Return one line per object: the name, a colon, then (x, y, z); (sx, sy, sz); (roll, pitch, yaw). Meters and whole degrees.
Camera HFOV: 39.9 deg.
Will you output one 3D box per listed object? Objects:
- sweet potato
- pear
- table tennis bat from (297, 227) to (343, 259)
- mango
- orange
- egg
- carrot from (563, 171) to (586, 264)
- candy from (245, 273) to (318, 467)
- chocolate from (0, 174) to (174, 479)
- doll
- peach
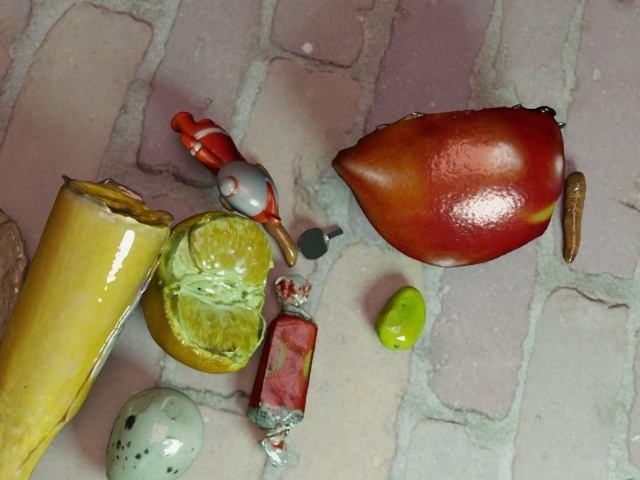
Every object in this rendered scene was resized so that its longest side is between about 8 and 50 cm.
sweet potato: (-0.077, -0.042, 1.397); (0.044, 0.044, 0.179); (-16, 78, -13)
pear: (-0.549, 0.067, 1.228); (0.178, 0.267, 0.266); (-3, 75, 22)
table tennis bat: (0.000, 0.000, 1.406); (0.083, 0.007, 0.050); (-26, 108, -24)
mango: (0.128, 0.121, 1.381); (0.073, 0.056, 0.108); (25, 71, -9)
orange: (-0.171, 0.076, 1.280); (0.179, 0.159, 0.237); (19, 66, -44)
egg: (-0.239, 0.285, 1.240); (0.131, 0.131, 0.164); (36, 77, 0)
carrot: (0.425, -0.039, 1.484); (0.036, 0.035, 0.165); (11, 77, -7)
candy: (-0.055, 0.193, 1.331); (0.086, 0.059, 0.292); (13, 75, -10)
chocolate: (-0.354, 0.136, 1.209); (0.162, 0.162, 0.445); (24, 98, -3)
doll: (-0.135, -0.106, 1.340); (0.076, 0.142, 0.245); (-48, 64, 20)
peach: (0.202, -0.068, 1.333); (0.362, 0.257, 0.201); (-4, 71, -14)
